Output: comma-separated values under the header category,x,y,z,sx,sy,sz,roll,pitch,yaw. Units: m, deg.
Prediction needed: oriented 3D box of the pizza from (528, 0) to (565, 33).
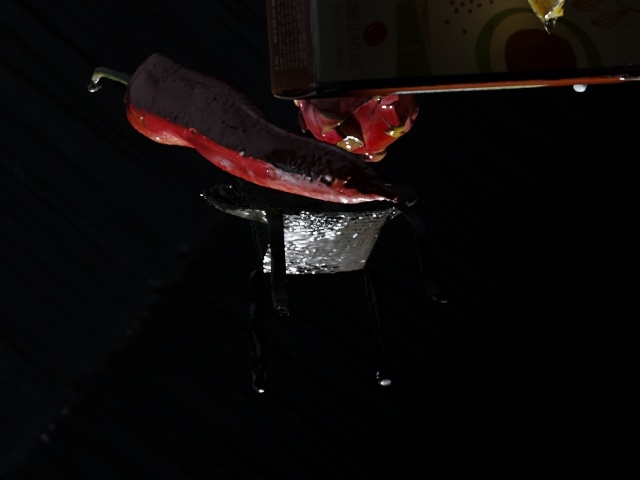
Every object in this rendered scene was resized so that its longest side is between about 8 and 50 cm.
category,x,y,z,sx,sy,sz,roll,pitch,yaw
pizza,0.207,-0.270,1.084,0.041,0.178,0.131,-24,-169,-35

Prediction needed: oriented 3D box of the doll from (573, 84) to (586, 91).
category,x,y,z,sx,sy,sz,roll,pitch,yaw
doll,0.320,-0.230,1.540,0.143,0.057,0.099,-29,125,-54

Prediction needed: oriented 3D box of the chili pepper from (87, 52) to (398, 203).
category,x,y,z,sx,sy,sz,roll,pitch,yaw
chili pepper,-0.064,-0.069,0.799,0.050,0.268,0.059,-15,123,-45

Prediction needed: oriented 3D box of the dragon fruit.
category,x,y,z,sx,sy,sz,roll,pitch,yaw
dragon fruit,0.046,-0.153,1.381,0.133,0.136,0.166,-14,179,-25

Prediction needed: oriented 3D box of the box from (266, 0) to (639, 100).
category,x,y,z,sx,sy,sz,roll,pitch,yaw
box,0.123,-0.333,1.205,0.122,0.344,0.385,-170,-104,-68

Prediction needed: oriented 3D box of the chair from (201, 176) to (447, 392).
category,x,y,z,sx,sy,sz,roll,pitch,yaw
chair,0.000,0.000,1.019,0.149,0.174,0.213,108,-26,-53
